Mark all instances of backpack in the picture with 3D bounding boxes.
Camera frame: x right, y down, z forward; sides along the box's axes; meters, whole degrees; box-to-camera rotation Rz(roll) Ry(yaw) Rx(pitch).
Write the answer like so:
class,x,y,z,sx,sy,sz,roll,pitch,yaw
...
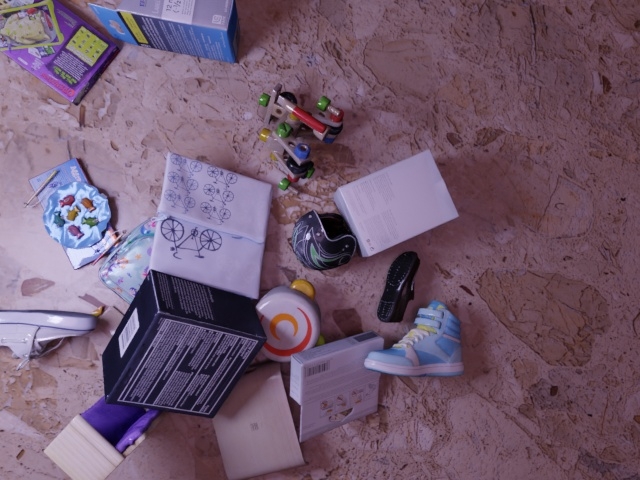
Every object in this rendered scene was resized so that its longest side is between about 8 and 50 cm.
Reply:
class,x,y,z,sx,sy,sz,roll,pitch,yaw
backpack,-0.440,0.062,1.553,0.225,0.191,0.253,43,76,-14

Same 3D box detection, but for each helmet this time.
class,x,y,z,sx,sy,sz,roll,pitch,yaw
helmet,0.000,0.000,1.588,0.162,0.169,0.169,3,87,-23

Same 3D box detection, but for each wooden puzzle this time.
class,x,y,z,sx,sy,sz,roll,pitch,yaw
wooden puzzle,-0.584,0.228,1.618,0.078,0.014,0.116,-43,91,0

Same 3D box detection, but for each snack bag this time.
class,x,y,z,sx,sy,sz,roll,pitch,yaw
snack bag,-0.282,-0.033,1.531,0.323,0.037,0.342,17,70,-31

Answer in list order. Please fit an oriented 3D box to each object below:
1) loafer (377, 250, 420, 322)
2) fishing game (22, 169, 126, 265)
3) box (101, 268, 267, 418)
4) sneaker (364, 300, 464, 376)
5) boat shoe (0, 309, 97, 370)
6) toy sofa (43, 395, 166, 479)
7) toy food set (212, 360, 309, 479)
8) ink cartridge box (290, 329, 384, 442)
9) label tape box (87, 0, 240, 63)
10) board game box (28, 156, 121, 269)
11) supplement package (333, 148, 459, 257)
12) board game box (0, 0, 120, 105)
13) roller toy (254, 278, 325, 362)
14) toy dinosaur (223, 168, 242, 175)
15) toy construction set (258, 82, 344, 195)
class,x,y,z,sx,sy,sz,roll,pitch,yaw
loafer,0.231,0.136,1.655,0.078,0.080,0.219,27,84,-35
fishing game,-0.668,-0.069,1.583,0.264,0.041,0.189,45,88,-2
box,-0.346,0.267,1.451,0.294,0.182,0.296,22,112,-33
sneaker,0.260,0.267,1.596,0.319,0.127,0.208,7,83,-31
boat shoe,-0.782,0.266,1.542,0.368,0.136,0.156,1,88,-1
toy sofa,-0.500,0.446,1.442,0.150,0.362,0.177,44,92,-1
toy food set,-0.174,0.503,1.608,0.220,0.092,0.305,-16,88,7
ink cartridge box,0.046,0.391,1.574,0.275,0.060,0.238,-10,114,-33
label tape box,-0.399,-0.592,1.543,0.348,0.249,0.115,11,87,-4
board game box,-0.682,-0.075,1.615,0.145,0.027,0.281,-27,90,-3
supplement package,0.199,-0.095,1.591,0.263,0.198,0.199,-24,89,-4
board game box,-0.767,-0.563,1.620,0.347,0.056,0.208,37,82,-2
roller toy,-0.094,0.221,1.584,0.191,0.146,0.209,-12,96,3
toy dinosaur,-0.274,-0.153,1.634,0.183,0.053,0.092,10,89,-4
toy construction set,-0.086,-0.317,1.543,0.237,0.309,0.257,35,78,3
